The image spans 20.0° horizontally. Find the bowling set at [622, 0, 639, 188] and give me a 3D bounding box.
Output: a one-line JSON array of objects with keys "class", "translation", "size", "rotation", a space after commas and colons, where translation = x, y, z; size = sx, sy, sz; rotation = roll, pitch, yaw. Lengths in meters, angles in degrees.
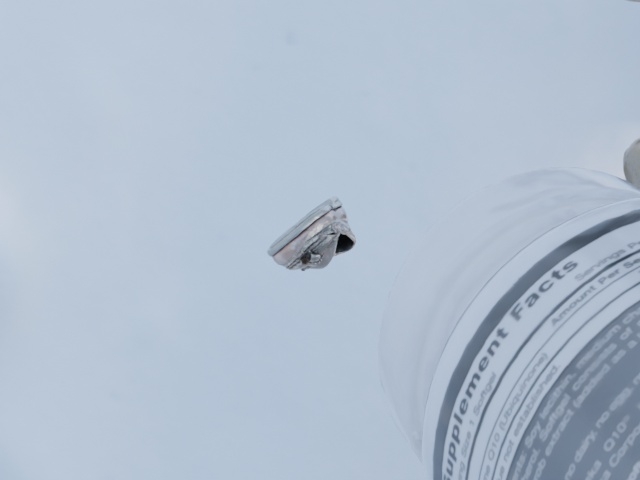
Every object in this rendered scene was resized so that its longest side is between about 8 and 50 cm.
[{"class": "bowling set", "translation": [0.254, -0.033, 0.963], "size": [0.154, 0.287, 0.200], "rotation": [-10, 140, -18]}]

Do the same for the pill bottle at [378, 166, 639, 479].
[{"class": "pill bottle", "translation": [0.166, 0.102, 0.732], "size": [0.210, 0.363, 0.210], "rotation": [-6, 111, -17]}]

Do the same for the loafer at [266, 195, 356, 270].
[{"class": "loafer", "translation": [0.000, 0.000, 1.231], "size": [0.039, 0.045, 0.125], "rotation": [53, 18, -2]}]
